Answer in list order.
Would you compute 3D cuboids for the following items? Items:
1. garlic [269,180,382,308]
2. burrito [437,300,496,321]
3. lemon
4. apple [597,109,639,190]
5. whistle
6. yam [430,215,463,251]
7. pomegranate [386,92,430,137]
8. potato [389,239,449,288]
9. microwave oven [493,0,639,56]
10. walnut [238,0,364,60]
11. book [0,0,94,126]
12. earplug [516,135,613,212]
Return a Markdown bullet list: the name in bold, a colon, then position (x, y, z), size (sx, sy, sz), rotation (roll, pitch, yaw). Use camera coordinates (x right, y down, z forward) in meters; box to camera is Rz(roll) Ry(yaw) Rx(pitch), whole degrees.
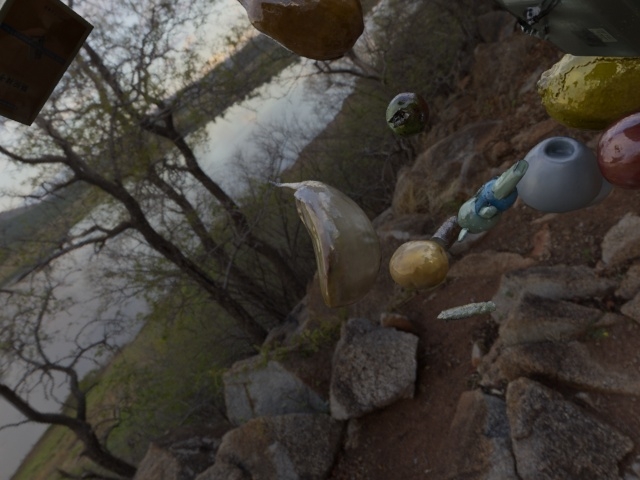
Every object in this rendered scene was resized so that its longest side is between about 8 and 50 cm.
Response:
- **garlic**: position (0.005, -0.015, 0.978), size (0.196, 0.339, 0.151), rotation (-26, -1, 40)
- **burrito**: position (0.475, 0.232, 1.469), size (0.188, 0.045, 0.058), rotation (-16, -15, 12)
- **lemon**: position (0.640, -0.352, 1.040), size (0.259, 0.204, 0.204), rotation (13, 45, 24)
- **apple**: position (0.605, -0.169, 0.865), size (0.119, 0.154, 0.153), rotation (-2, 38, 40)
- **whistle**: position (0.328, -0.074, 0.854), size (0.114, 0.077, 0.236), rotation (-55, -7, -23)
- **yam**: position (0.441, -0.020, 1.554), size (0.141, 0.079, 0.079), rotation (-40, 17, -36)
- **pomegranate**: position (0.242, -0.365, 1.291), size (0.129, 0.130, 0.159), rotation (-27, -21, 28)
- **potato**: position (0.313, 0.083, 1.448), size (0.146, 0.150, 0.233), rotation (-50, 13, -20)
- **microwave oven**: position (0.397, -0.477, 0.623), size (0.236, 0.431, 0.375), rotation (33, 108, 53)
- **walnut**: position (-0.053, -0.575, 1.123), size (0.209, 0.335, 0.209), rotation (-166, 90, -84)
- **book**: position (-0.540, -0.338, 0.825), size (0.242, 0.018, 0.170), rotation (-56, -13, 4)
- **earplug**: position (0.601, -0.164, 1.113), size (0.214, 0.175, 0.325), rotation (15, 16, 34)
